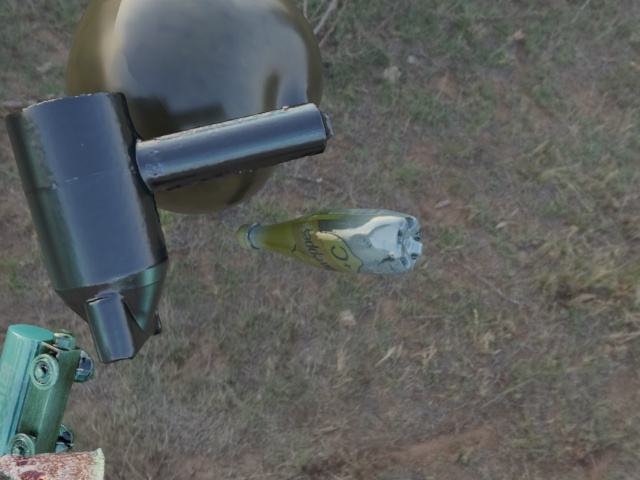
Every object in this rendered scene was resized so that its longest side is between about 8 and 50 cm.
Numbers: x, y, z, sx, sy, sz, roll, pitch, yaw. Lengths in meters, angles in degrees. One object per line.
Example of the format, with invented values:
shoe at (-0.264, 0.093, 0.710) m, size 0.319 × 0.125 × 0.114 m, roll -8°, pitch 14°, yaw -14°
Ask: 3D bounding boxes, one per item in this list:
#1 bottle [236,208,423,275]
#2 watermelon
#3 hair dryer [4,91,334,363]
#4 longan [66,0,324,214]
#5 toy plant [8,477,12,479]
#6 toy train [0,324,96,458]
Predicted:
bottle at (0.000, 0.000, 0.845) m, size 0.083 × 0.270 × 0.083 m, roll -2°, pitch 92°, yaw -54°
watermelon at (-0.385, 0.355, 0.950) m, size 0.121 × 0.098 × 0.158 m, roll -38°, pitch 113°, yaw -6°
hair dryer at (-0.120, -0.034, 0.635) m, size 0.303 × 0.116 × 0.244 m, roll -15°, pitch 99°, yaw -9°
longan at (-0.166, -0.209, 0.884) m, size 0.361 × 0.361 × 0.360 m, roll 7°, pitch 63°, yaw -13°
toy plant at (-0.555, 0.484, 1.154) m, size 0.105 × 0.200 × 0.143 m, roll 32°, pitch 69°, yaw 22°
toy train at (-0.473, 0.253, 1.052) m, size 0.159 × 0.101 × 0.248 m, roll 19°, pitch 94°, yaw 20°
